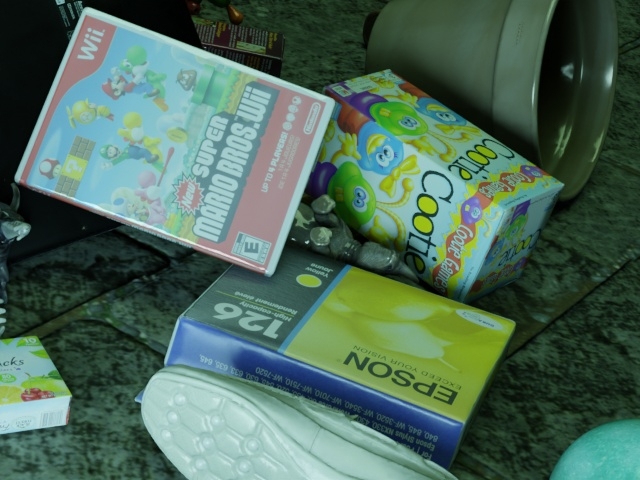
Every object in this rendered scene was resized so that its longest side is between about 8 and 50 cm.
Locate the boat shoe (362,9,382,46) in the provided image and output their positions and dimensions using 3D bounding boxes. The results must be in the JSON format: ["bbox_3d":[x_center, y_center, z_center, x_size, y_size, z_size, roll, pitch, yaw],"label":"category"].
[{"bbox_3d":[0.183,-0.301,2.394,0.095,0.095,0.257,-4,31,-43],"label":"boat shoe"}]

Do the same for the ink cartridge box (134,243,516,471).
[{"bbox_3d":[0.016,0.119,1.541,0.303,0.072,0.307,20,26,11],"label":"ink cartridge box"}]

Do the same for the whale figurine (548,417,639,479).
[{"bbox_3d":[0.339,0.241,1.379,0.272,0.141,0.216,9,27,-12],"label":"whale figurine"}]

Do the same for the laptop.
[{"bbox_3d":[-0.288,-0.193,1.741,0.407,0.382,0.236,-21,1,-21],"label":"laptop"}]

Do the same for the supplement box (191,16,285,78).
[{"bbox_3d":[-0.149,-0.255,2.156,0.188,0.081,0.104,11,27,-6],"label":"supplement box"}]

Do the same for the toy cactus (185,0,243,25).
[{"bbox_3d":[-0.209,-0.344,2.266,0.180,0.112,0.219,-28,16,-7],"label":"toy cactus"}]

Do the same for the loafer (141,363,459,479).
[{"bbox_3d":[-0.007,0.197,1.345,0.319,0.112,0.111,28,24,10],"label":"loafer"}]

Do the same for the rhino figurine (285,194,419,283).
[{"bbox_3d":[0.000,0.000,1.727,0.243,0.106,0.073,21,65,11],"label":"rhino figurine"}]

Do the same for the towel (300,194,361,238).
[{"bbox_3d":[0.036,-0.044,1.909,0.102,0.021,0.237,31,31,28],"label":"towel"}]

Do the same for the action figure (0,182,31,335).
[{"bbox_3d":[-0.354,0.022,1.456,0.140,0.164,0.275,9,29,37],"label":"action figure"}]

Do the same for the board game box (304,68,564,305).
[{"bbox_3d":[0.124,-0.068,1.829,0.275,0.142,0.144,37,34,24],"label":"board game box"}]

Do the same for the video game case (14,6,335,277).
[{"bbox_3d":[-0.149,-0.104,1.606,0.285,0.204,0.025,20,-13,-2],"label":"video game case"}]

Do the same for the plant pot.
[{"bbox_3d":[0.223,-0.227,2.086,0.280,0.323,0.323,9,23,26],"label":"plant pot"}]

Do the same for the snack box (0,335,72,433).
[{"bbox_3d":[-0.309,0.134,1.385,0.141,0.037,0.100,-5,32,-31],"label":"snack box"}]
